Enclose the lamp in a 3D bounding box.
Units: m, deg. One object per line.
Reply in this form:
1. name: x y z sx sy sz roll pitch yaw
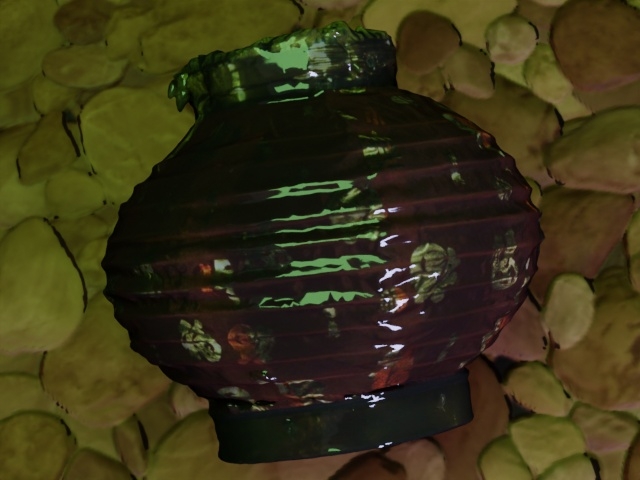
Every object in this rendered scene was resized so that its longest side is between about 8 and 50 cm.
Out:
1. lamp: 0.000 0.000 1.064 0.247 0.247 0.247 -4 63 7
